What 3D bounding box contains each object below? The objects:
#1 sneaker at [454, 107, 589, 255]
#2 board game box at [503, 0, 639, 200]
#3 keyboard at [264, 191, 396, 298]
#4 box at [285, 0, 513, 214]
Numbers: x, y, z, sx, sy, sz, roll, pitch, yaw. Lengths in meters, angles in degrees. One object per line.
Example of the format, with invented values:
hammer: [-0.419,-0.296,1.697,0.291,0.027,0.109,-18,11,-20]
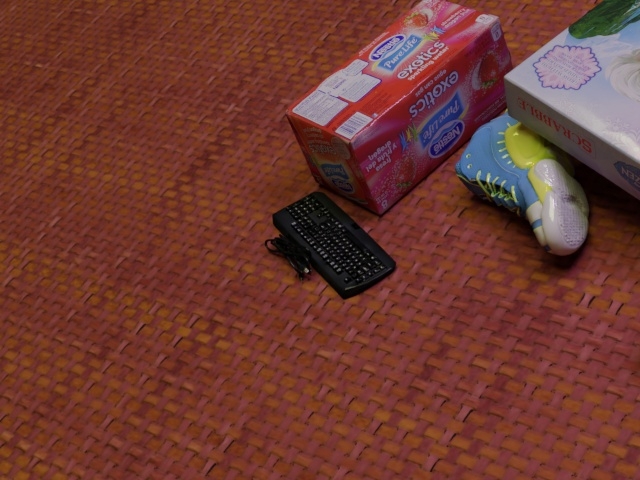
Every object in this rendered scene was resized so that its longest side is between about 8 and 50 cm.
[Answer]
sneaker: [0.218,-0.058,1.380,0.126,0.091,0.240,-27,36,26]
board game box: [0.413,-0.166,1.292,0.318,0.066,0.319,-38,52,-16]
keyboard: [0.000,0.000,1.446,0.100,0.038,0.192,-34,39,-10]
box: [0.103,-0.167,1.511,0.257,0.122,0.128,-41,43,-19]
